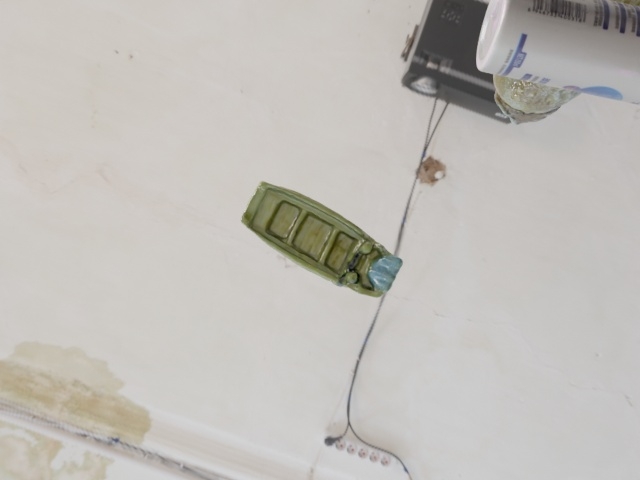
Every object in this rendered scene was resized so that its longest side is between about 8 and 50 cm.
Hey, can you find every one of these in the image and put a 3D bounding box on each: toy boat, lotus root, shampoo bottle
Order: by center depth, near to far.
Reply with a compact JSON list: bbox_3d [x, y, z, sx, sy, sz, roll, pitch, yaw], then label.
[{"bbox_3d":[0.316,-0.183,0.608,0.303,0.092,0.092,12,-89,-2],"label":"shampoo bottle"},{"bbox_3d":[0.425,-0.340,1.016,0.175,0.175,0.349,45,-54,-2],"label":"lotus root"},{"bbox_3d":[0.001,0.001,1.036,0.276,0.084,0.111,28,-94,-4],"label":"toy boat"}]
